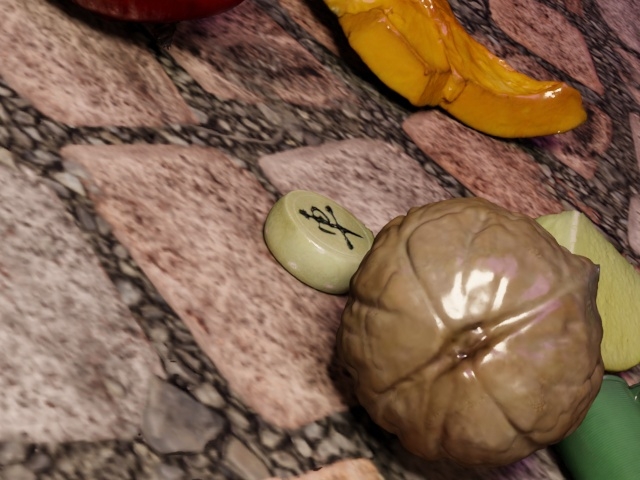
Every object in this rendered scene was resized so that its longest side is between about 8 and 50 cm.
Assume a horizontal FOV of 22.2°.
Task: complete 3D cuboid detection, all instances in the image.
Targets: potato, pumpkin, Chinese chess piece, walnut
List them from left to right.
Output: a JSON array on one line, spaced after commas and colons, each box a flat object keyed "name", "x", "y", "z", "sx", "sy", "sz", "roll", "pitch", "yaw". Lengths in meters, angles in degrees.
[{"name": "Chinese chess piece", "x": 0.000, "y": 0.000, "z": 1.156, "sx": 0.084, "sy": 0.034, "sz": 0.084, "roll": 28, "pitch": 27, "yaw": -16}, {"name": "pumpkin", "x": 0.092, "y": -0.212, "z": 1.558, "sx": 0.258, "sy": 0.095, "sz": 0.290, "roll": 6, "pitch": 43, "yaw": -54}, {"name": "walnut", "x": 0.103, "y": 0.056, "z": 1.056, "sx": 0.178, "sy": 0.178, "sz": 0.230, "roll": 43, "pitch": 15, "yaw": 12}, {"name": "potato", "x": 0.202, "y": 0.066, "z": 1.292, "sx": 0.149, "sy": 0.081, "sz": 0.120, "roll": 41, "pitch": 51, "yaw": -33}]

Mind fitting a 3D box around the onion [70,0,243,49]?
[{"name": "onion", "x": -0.127, "y": -0.305, "z": 1.239, "sx": 0.273, "sy": 0.285, "sz": 0.273, "roll": -1, "pitch": 42, "yaw": 1}]

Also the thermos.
[{"name": "thermos", "x": 0.207, "y": 0.152, "z": 1.115, "sx": 0.073, "sy": 0.083, "sz": 0.187, "roll": -3, "pitch": 40, "yaw": -22}]
